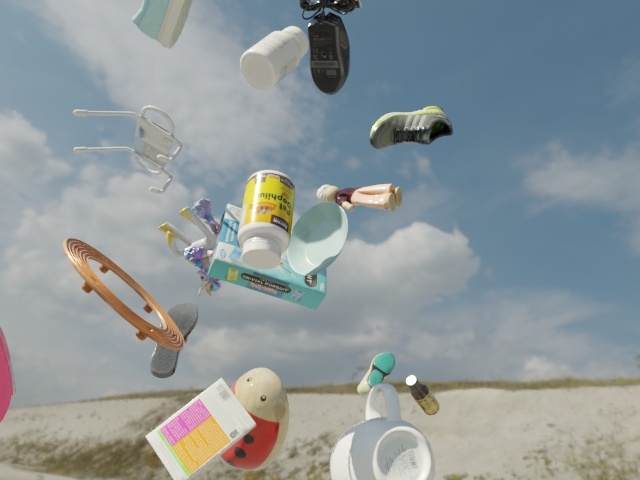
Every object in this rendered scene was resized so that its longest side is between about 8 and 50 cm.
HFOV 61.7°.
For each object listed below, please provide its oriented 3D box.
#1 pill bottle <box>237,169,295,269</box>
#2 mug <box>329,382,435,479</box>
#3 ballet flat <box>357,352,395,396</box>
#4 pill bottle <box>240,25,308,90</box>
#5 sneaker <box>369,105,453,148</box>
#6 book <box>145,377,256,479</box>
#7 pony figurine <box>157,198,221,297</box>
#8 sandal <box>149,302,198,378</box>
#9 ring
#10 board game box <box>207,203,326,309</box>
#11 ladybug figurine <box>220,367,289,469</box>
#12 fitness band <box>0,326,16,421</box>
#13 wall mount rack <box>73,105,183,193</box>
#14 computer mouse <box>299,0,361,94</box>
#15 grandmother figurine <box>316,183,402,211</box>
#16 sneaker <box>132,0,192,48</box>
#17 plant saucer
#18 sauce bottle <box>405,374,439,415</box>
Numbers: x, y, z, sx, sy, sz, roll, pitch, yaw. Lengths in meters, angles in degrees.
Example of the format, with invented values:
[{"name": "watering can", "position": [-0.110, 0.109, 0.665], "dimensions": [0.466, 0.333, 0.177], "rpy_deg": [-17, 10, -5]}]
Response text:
[{"name": "pill bottle", "position": [-0.122, -0.046, 1.211], "dimensions": [0.117, 0.215, 0.117], "rpy_deg": [2, -34, 2]}, {"name": "mug", "position": [0.194, 0.623, 1.619], "dimensions": [0.276, 0.374, 0.328], "rpy_deg": [5, -27, -10]}, {"name": "ballet flat", "position": [0.204, 0.499, 1.988], "dimensions": [0.086, 0.086, 0.248], "rpy_deg": [-8, 12, 30]}, {"name": "pill bottle", "position": [-0.137, -0.580, 1.685], "dimensions": [0.131, 0.229, 0.131], "rpy_deg": [22, -40, 20]}, {"name": "sneaker", "position": [0.303, -0.365, 1.772], "dimensions": [0.300, 0.121, 0.111], "rpy_deg": [-19, -51, -13]}, {"name": "book", "position": [-0.188, 0.302, 0.852], "dimensions": [0.096, 0.144, 0.035], "rpy_deg": [48, -22, 17]}, {"name": "pony figurine", "position": [-0.448, 0.013, 2.236], "dimensions": [0.363, 0.351, 0.303], "rpy_deg": [56, -3, -7]}, {"name": "sandal", "position": [-0.436, 0.291, 1.581], "dimensions": [0.097, 0.254, 0.054], "rpy_deg": [15, -42, 3]}, {"name": "ring", "position": [-0.423, 0.122, 1.152], "dimensions": [0.336, 0.032, 0.336], "rpy_deg": [45, -6, 6]}, {"name": "board game box", "position": [-0.147, 0.046, 1.607], "dimensions": [0.336, 0.254, 0.079], "rpy_deg": [19, -52, -15]}, {"name": "ladybug figurine", "position": [-0.272, 0.684, 2.002], "dimensions": [0.162, 0.449, 0.305], "rpy_deg": [-4, 32, -46]}, {"name": "fitness band", "position": [-0.705, 0.252, 1.012], "dimensions": [0.209, 0.291, 0.054], "rpy_deg": [-11, 12, -24]}, {"name": "wall mount rack", "position": [-0.593, -0.295, 1.665], "dimensions": [0.304, 0.130, 0.350], "rpy_deg": [31, -33, -8]}, {"name": "computer mouse", "position": [0.035, -0.546, 1.488], "dimensions": [0.188, 0.072, 0.272], "rpy_deg": [18, -55, 32]}, {"name": "grandmother figurine", "position": [0.141, -0.172, 2.075], "dimensions": [0.342, 0.104, 0.208], "rpy_deg": [6, 17, 31]}, {"name": "sneaker", "position": [-0.389, -0.687, 1.368], "dimensions": [0.150, 0.135, 0.366], "rpy_deg": [26, -63, -12]}, {"name": "plant saucer", "position": [0.000, 0.000, 1.321], "dimensions": [0.195, 0.195, 0.037], "rpy_deg": [-14, -31, 37]}, {"name": "sauce bottle", "position": [0.226, 0.345, 1.196], "dimensions": [0.042, 0.042, 0.128], "rpy_deg": [-11, -46, 33]}]
